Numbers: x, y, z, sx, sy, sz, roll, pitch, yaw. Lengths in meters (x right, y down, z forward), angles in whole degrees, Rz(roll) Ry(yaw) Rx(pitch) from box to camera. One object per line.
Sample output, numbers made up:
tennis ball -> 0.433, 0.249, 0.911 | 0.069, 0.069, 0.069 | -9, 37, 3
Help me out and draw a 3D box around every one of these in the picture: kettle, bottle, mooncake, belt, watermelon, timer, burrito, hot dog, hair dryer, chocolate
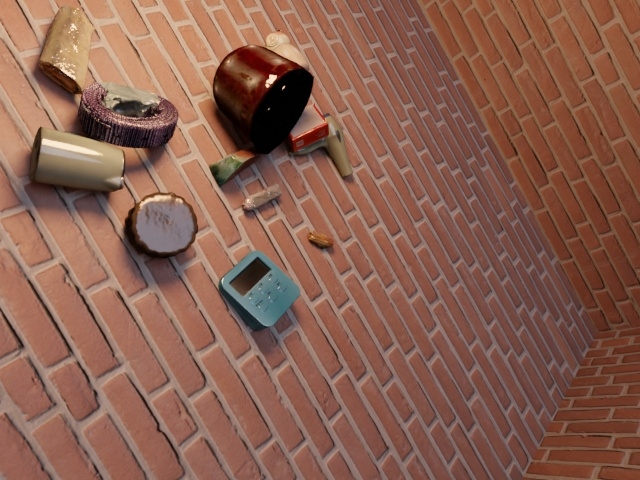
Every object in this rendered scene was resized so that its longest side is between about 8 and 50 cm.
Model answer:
kettle -> -0.757, -0.263, 1.552 | 0.255, 0.165, 0.240 | 7, 41, -37
bottle -> -0.165, -0.839, 2.234 | 0.147, 0.147, 0.237 | -25, 82, -41
mooncake -> -0.535, -0.046, 1.658 | 0.228, 0.124, 0.228 | 10, 72, -31
belt -> -0.643, -0.426, 1.670 | 0.324, 0.122, 0.260 | -10, 52, -41
watermelon -> -0.310, -0.320, 1.942 | 0.094, 0.154, 0.241 | 56, 35, -6
timer -> -0.226, 0.178, 1.835 | 0.250, 0.091, 0.232 | 49, 51, -8
burrito -> -0.233, -0.172, 1.980 | 0.203, 0.064, 0.064 | -34, 95, -42
burrito -> -0.845, -0.636, 1.646 | 0.143, 0.105, 0.300 | 12, 65, -29
hot dog -> 0.000, 0.000, 2.111 | 0.133, 0.041, 0.056 | 23, 53, -23
hair dryer -> 0.030, -0.390, 2.259 | 0.296, 0.119, 0.298 | 46, 67, -19
chocolate -> -0.251, -0.584, 1.924 | 0.331, 0.384, 0.384 | 35, 52, 5

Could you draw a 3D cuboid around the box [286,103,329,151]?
box -> -0.067, -0.487, 2.139 | 0.182, 0.099, 0.133 | -29, 68, -10
